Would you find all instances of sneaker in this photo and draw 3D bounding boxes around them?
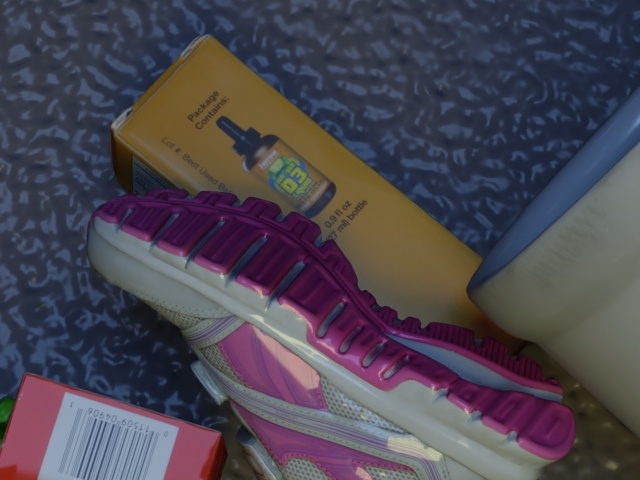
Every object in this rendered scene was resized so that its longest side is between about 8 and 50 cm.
[{"bbox_3d":[-0.012,0.067,0.884,0.252,0.103,0.111,33,114,13],"label":"sneaker"}]

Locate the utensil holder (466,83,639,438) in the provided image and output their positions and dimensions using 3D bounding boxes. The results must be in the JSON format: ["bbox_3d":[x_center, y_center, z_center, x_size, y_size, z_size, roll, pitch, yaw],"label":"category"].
[{"bbox_3d":[0.315,0.037,0.846,0.385,0.327,0.327,44,74,0],"label":"utensil holder"}]

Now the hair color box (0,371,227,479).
[{"bbox_3d":[-0.095,0.106,0.880,0.093,0.167,0.053,17,81,1],"label":"hair color box"}]

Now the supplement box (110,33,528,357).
[{"bbox_3d":[0.000,0.000,0.973,0.233,0.080,0.078,41,72,7],"label":"supplement box"}]

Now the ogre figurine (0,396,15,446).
[{"bbox_3d":[-0.245,0.129,0.902,0.197,0.097,0.118,11,60,-13],"label":"ogre figurine"}]
